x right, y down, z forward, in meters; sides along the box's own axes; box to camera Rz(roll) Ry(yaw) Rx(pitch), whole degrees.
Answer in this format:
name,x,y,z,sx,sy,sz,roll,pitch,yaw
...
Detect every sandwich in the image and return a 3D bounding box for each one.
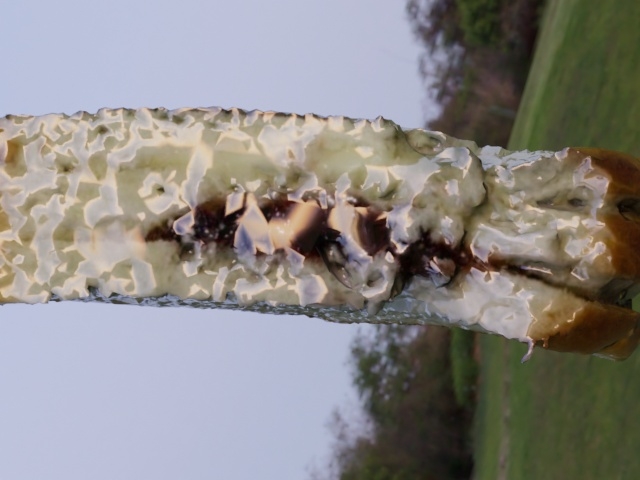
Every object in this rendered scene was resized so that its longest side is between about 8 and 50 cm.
name,x,y,z,sx,sy,sz,roll,pitch,yaw
sandwich,0.000,-0.005,0.542,0.288,0.254,0.100,8,-93,-44
